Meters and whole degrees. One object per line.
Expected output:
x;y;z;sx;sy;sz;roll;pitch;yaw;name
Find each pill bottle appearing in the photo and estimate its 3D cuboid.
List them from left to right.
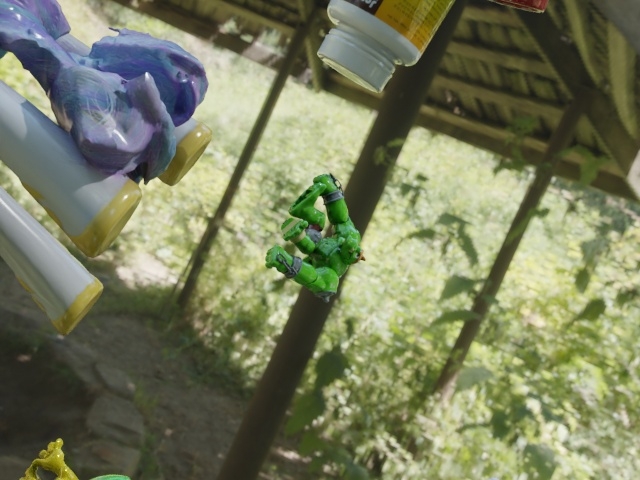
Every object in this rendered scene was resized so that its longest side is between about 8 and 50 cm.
0.087;-0.274;0.940;0.117;0.215;0.117;31;4;-3;pill bottle

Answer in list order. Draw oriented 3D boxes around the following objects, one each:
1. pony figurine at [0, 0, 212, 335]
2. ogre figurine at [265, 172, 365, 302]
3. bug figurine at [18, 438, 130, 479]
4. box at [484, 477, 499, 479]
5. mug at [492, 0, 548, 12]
-0.230;-0.128;0.429;0.363;0.303;0.351;39;-25;-5;pony figurine
0.000;0.000;1.223;0.118;0.097;0.197;50;24;-21;ogre figurine
-0.156;0.206;0.377;0.072;0.216;0.279;43;-10;-15;bug figurine
0.111;0.300;0.606;0.181;0.119;0.182;74;-5;-46;box
0.305;-0.415;1.213;0.113;0.169;0.150;10;15;-20;mug
